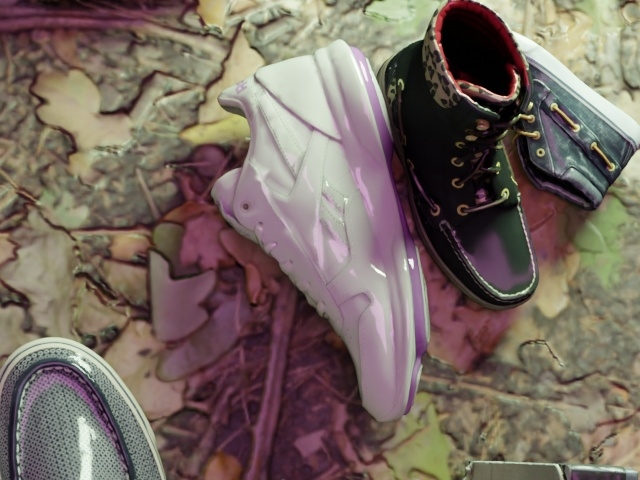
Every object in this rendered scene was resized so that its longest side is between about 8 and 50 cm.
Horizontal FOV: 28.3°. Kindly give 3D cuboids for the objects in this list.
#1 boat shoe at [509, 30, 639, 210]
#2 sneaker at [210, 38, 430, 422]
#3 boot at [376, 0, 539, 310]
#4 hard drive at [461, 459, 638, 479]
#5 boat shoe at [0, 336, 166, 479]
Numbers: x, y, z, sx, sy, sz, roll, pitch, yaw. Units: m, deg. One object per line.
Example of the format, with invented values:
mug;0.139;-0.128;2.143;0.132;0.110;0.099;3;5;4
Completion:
boat shoe;0.179;-0.104;1.067;0.183;0.065;0.083;34;76;-4
sneaker;0.000;0.000;1.014;0.152;0.114;0.305;-14;79;3
boot;0.122;-0.063;0.992;0.085;0.178;0.236;-22;84;-12
hard drive;0.151;0.328;0.904;0.064;0.237;0.338;6;81;-10
boat shoe;-0.155;0.228;0.910;0.127;0.158;0.340;-18;84;-12
